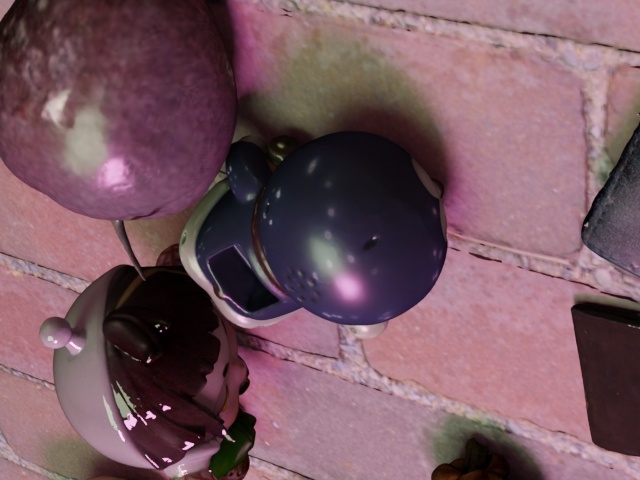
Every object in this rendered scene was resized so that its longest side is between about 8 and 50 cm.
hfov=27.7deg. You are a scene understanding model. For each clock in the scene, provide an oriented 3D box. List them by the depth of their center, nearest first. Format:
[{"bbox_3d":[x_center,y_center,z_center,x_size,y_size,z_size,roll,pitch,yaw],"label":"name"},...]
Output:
[{"bbox_3d":[0.000,0.000,1.064,0.243,0.146,0.199,-15,112,54],"label":"clock"}]

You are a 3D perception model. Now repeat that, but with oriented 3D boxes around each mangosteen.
[{"bbox_3d":[0.145,0.254,1.208,0.140,0.140,0.140,22,137,22],"label":"mangosteen"}]

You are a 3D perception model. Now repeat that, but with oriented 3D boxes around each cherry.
[{"bbox_3d":[-0.173,-0.119,1.059,0.213,0.183,0.266,23,117,12],"label":"cherry"}]

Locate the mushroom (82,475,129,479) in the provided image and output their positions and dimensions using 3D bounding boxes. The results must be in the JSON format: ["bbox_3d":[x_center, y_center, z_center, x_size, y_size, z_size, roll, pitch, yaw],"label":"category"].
[{"bbox_3d":[-0.256,0.416,1.613,0.246,0.202,0.246,17,125,27],"label":"mushroom"}]

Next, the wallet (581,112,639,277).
[{"bbox_3d":[0.305,-0.086,0.804,0.191,0.046,0.379,29,139,13],"label":"wallet"}]

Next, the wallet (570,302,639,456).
[{"bbox_3d":[0.250,0.119,1.061,0.082,0.018,0.156,9,131,35],"label":"wallet"}]

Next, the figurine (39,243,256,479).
[{"bbox_3d":[-0.144,0.143,1.236,0.167,0.281,0.370,-9,154,7],"label":"figurine"}]
